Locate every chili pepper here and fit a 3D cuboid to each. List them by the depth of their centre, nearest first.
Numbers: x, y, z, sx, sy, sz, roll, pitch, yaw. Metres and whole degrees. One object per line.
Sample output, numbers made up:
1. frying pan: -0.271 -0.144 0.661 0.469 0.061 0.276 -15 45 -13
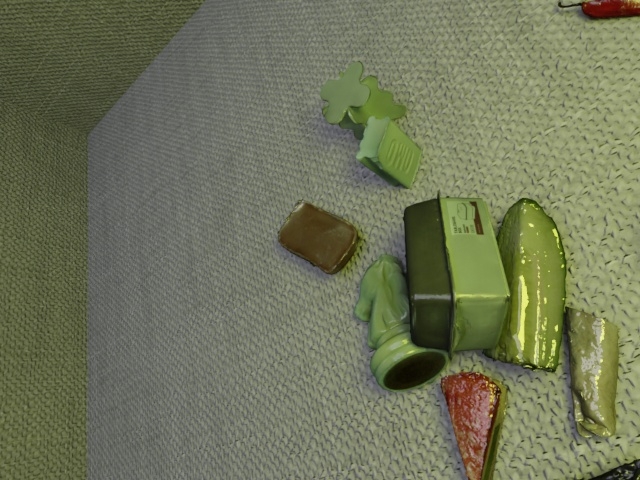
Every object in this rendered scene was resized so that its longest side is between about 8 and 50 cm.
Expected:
1. chili pepper: 0.621 -0.482 0.882 0.268 0.059 0.050 19 128 38

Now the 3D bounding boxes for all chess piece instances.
1. chess piece: 0.160 0.179 1.010 0.176 0.175 0.298 -42 41 22

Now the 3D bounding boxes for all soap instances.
1. soap: 0.173 -0.211 1.063 0.063 0.198 0.115 16 88 38

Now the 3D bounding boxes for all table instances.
1. table: 0.118 -0.342 1.145 0.166 0.198 0.167 -13 69 36

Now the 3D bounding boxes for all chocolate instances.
1. chocolate: 0.000 0.000 1.219 0.261 0.083 0.161 33 81 39

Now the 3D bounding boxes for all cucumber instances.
1. cucumber: 0.404 0.087 0.854 0.105 0.145 0.325 9 77 -5

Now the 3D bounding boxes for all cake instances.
1. cake: 0.325 0.365 0.844 0.116 0.086 0.220 -29 59 32

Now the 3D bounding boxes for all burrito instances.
1. burrito: 0.484 0.232 0.771 0.087 0.060 0.226 -4 74 39

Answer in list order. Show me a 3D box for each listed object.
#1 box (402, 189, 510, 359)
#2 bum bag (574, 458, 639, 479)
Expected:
1. box: 0.252 0.065 0.853 0.166 0.220 0.290 -3 47 11
2. bum bag: 0.442 0.471 0.727 0.310 0.074 0.137 -40 68 31
